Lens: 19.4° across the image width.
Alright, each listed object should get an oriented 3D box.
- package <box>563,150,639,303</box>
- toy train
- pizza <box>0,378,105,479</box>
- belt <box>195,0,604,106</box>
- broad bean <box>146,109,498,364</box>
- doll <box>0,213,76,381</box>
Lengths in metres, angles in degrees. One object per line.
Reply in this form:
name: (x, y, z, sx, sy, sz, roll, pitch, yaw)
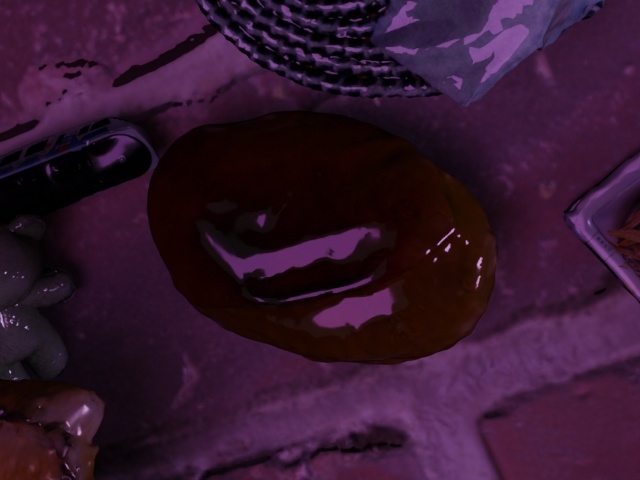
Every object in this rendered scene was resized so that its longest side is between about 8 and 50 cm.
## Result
package: (0.263, -0.002, 1.143, 0.173, 0.027, 0.171, 48, 118, 2)
toy train: (-0.199, -0.040, 1.289, 0.207, 0.047, 0.043, -18, 125, 27)
pizza: (-0.248, 0.247, 1.305, 0.435, 0.080, 0.392, 27, 118, 18)
belt: (0.048, -0.188, 1.082, 0.257, 0.150, 0.207, 1, 105, 21)
broad bean: (0.001, -0.002, 1.190, 0.228, 0.122, 0.156, 12, 88, 9)
doll: (-0.225, 0.051, 1.302, 0.077, 0.115, 0.150, 29, 143, 43)
